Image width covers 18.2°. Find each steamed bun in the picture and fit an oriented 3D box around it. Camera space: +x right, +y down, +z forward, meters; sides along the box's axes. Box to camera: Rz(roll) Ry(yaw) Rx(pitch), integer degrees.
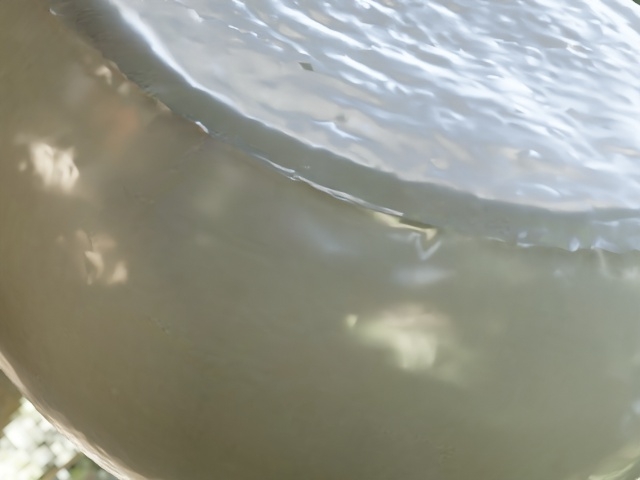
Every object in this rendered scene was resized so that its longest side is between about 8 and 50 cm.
[{"bbox_3d":[0.000,0.000,0.548,0.232,0.145,0.232,16,29,-9],"label":"steamed bun"}]
